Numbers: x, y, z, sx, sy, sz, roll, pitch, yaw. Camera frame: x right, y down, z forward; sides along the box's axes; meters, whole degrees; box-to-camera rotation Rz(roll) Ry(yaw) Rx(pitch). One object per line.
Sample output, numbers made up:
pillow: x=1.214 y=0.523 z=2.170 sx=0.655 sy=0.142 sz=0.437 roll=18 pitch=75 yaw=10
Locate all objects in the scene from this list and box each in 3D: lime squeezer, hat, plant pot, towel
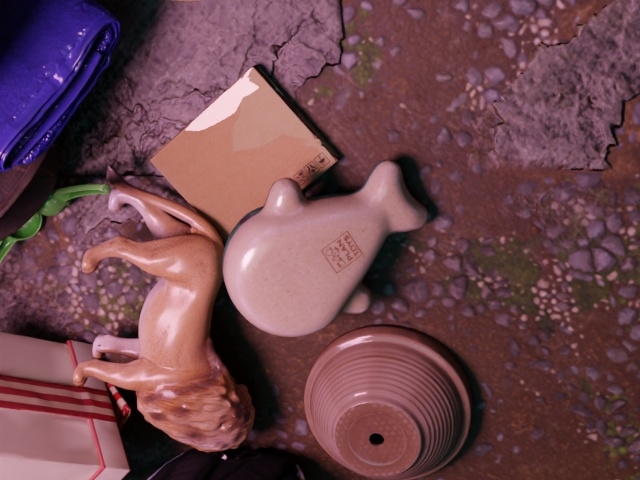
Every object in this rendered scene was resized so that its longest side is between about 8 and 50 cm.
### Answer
lime squeezer: x=-0.390 y=-0.029 z=1.501 sx=0.310 sy=0.110 sz=0.059 roll=-34 pitch=116 yaw=27
hat: x=-0.436 y=-0.088 z=1.447 sx=0.331 sy=0.331 sz=0.134 roll=-18 pitch=147 yaw=20
plant pot: x=0.086 y=0.244 z=1.508 sx=0.237 sy=0.110 sz=0.237 roll=5 pitch=114 yaw=11
towel: x=-0.405 y=-0.243 z=1.353 sx=0.308 sy=0.076 sz=0.228 roll=37 pitch=86 yaw=23

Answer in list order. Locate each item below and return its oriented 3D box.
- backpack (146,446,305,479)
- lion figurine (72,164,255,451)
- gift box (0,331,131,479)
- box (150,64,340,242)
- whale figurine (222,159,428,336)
backpack: x=-0.152 y=0.421 z=1.505 sx=0.290 sy=0.355 sz=0.273 roll=1 pitch=125 yaw=18
lion figurine: x=-0.195 y=0.101 z=1.497 sx=0.240 sy=0.142 sz=0.392 roll=10 pitch=113 yaw=7
gift box: x=-0.426 y=0.304 z=1.540 sx=0.258 sy=0.276 sz=0.255 roll=16 pitch=131 yaw=-43
box: x=-0.101 y=-0.108 z=1.451 sx=0.201 sy=0.021 sz=0.164 roll=-38 pitch=100 yaw=24
whale figurine: x=0.000 y=0.000 z=1.430 sx=0.272 sy=0.141 sz=0.216 roll=-36 pitch=112 yaw=0
